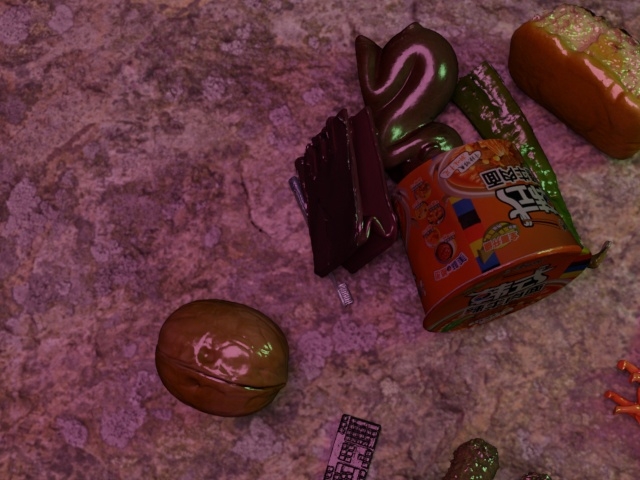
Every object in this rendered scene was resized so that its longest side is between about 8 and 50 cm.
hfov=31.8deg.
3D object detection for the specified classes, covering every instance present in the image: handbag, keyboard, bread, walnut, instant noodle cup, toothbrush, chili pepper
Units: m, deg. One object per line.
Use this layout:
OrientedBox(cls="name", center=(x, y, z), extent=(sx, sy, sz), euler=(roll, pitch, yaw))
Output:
OrientedBox(cls="handbag", center=(0.036, -0.068, 1.630), extent=(0.074, 0.203, 0.216), euler=(-2, 72, -21))
OrientedBox(cls="keyboard", center=(0.031, 0.359, 1.640), extent=(0.061, 0.013, 0.204), euler=(16, 82, 13))
OrientedBox(cls="bread", center=(0.384, -0.231, 1.615), extent=(0.245, 0.174, 0.121), euler=(39, 68, 14))
OrientedBox(cls="walnut", center=(-0.143, 0.171, 1.637), extent=(0.207, 0.167, 0.167), euler=(18, 83, 15))
OrientedBox(cls="instant noodle cup", center=(0.223, -0.010, 1.565), extent=(0.250, 0.250, 0.192), euler=(-23, 69, 5))
OrientedBox(cls="toothbrush", center=(0.000, 0.000, 1.715), extent=(0.019, 0.016, 0.219), euler=(-25, 76, 3))
OrientedBox(cls="chili pepper", center=(0.310, -0.107, 1.649), extent=(0.085, 0.076, 0.359), euler=(-42, 69, 28))

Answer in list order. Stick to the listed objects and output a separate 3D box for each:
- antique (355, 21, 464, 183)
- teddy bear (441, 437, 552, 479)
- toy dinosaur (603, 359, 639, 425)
OrientedBox(cls="antique", center=(0.143, -0.193, 1.667), extent=(0.143, 0.121, 0.256), euler=(-10, 79, 15))
OrientedBox(cls="teddy bear", center=(0.153, 0.345, 1.304), extent=(0.182, 0.129, 0.251), euler=(35, 86, 20))
OrientedBox(cls="toy dinosaur", center=(0.449, 0.236, 1.564), extent=(0.101, 0.055, 0.279), euler=(16, 79, -10))
